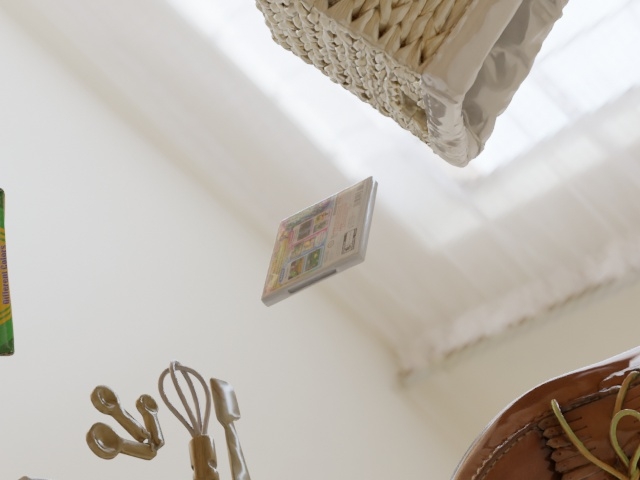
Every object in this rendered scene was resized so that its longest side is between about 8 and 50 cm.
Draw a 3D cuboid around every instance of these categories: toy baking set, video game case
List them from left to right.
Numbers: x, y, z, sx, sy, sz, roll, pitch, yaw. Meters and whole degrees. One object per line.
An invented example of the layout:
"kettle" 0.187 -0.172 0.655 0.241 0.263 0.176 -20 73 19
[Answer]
"toy baking set" -0.118 0.202 1.620 0.030 0.197 0.256 -40 165 29
"video game case" 0.000 0.000 2.065 0.143 0.019 0.157 -26 -151 26

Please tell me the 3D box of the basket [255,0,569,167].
"basket" 0.116 -0.292 1.725 0.331 0.266 0.328 -59 170 -4

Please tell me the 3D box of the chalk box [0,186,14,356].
"chalk box" -0.349 0.020 1.310 0.213 0.132 0.132 -4 -168 -17

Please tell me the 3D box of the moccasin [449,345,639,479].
"moccasin" 0.269 0.173 1.437 0.380 0.139 0.147 -19 -168 -22

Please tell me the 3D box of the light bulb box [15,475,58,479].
"light bulb box" -0.280 0.430 1.841 0.361 0.358 0.225 -31 -121 33
